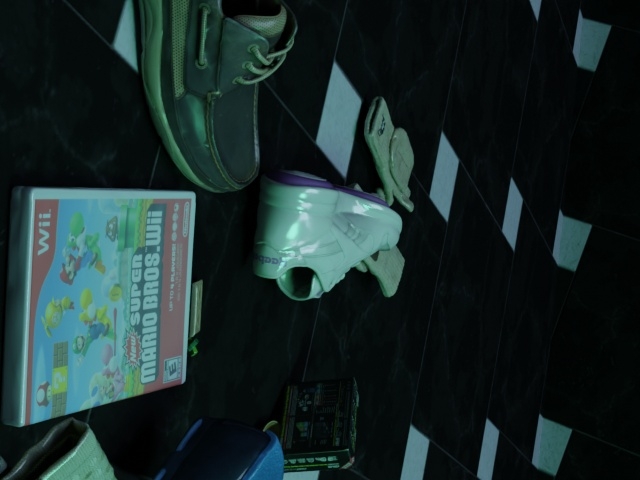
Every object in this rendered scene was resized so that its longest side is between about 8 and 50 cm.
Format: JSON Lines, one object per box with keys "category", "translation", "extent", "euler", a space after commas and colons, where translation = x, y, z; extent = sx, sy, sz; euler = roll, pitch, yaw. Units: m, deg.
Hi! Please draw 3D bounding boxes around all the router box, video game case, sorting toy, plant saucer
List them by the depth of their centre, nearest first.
{"category": "video game case", "translation": [-0.200, 0.052, 1.174], "extent": [0.285, 0.025, 0.204], "euler": [-4, 98, -67]}
{"category": "sorting toy", "translation": [-0.136, 0.085, 1.330], "extent": [0.062, 0.012, 0.083], "euler": [-91, -176, -87]}
{"category": "plant saucer", "translation": [-0.069, 0.264, 1.539], "extent": [0.083, 0.015, 0.083], "euler": [4, 90, -68]}
{"category": "router box", "translation": [-0.002, 0.230, 1.557], "extent": [0.122, 0.092, 0.038], "euler": [-83, 163, -48]}

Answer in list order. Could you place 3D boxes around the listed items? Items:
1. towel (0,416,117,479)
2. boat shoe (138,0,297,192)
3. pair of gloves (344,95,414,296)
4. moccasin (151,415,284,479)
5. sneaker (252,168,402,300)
{"category": "towel", "translation": [-0.252, 0.297, 0.895], "extent": [0.312, 0.056, 0.324], "euler": [-41, 148, -25]}
{"category": "boat shoe", "translation": [-0.099, -0.202, 1.226], "extent": [0.132, 0.130, 0.355], "euler": [-56, 144, -49]}
{"category": "pair of gloves", "translation": [0.083, -0.060, 1.804], "extent": [0.204, 0.042, 0.240], "euler": [49, 48, -55]}
{"category": "moccasin", "translation": [-0.166, 0.306, 1.182], "extent": [0.342, 0.116, 0.138], "euler": [-45, 146, -41]}
{"category": "sneaker", "translation": [0.000, 0.000, 1.560], "extent": [0.305, 0.114, 0.152], "euler": [12, 92, -60]}
